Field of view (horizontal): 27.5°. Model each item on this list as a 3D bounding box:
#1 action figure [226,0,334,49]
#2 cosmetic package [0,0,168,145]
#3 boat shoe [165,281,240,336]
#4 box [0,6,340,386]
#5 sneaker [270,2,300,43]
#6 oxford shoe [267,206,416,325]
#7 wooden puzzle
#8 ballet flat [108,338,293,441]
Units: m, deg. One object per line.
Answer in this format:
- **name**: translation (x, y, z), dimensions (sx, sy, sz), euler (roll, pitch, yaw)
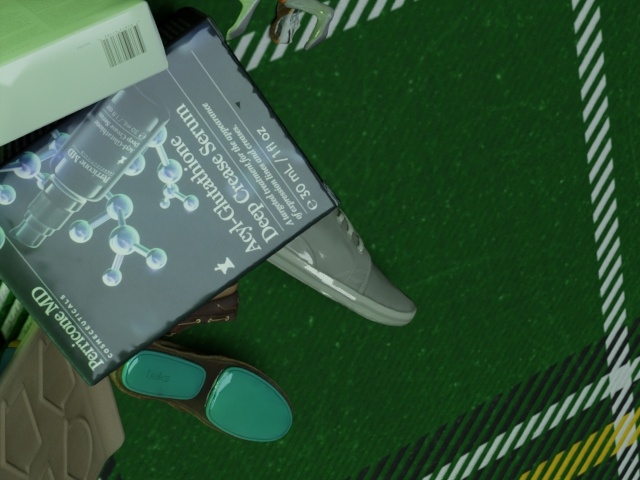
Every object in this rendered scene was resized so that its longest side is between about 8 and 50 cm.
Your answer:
- **action figure**: translation (-0.082, -0.403, 1.639), dimensions (0.341, 0.330, 0.178), euler (-15, 162, -47)
- **cosmetic package**: translation (-0.406, -0.202, 1.529), dimensions (0.377, 0.284, 0.097), euler (-27, 125, -17)
- **boat shoe**: translation (-0.213, 0.107, 1.937), dimensions (0.207, 0.073, 0.073), euler (-9, 115, -28)
- **box**: translation (-0.231, -0.065, 1.677), dimensions (0.395, 0.212, 0.293), euler (-37, 109, -2)
- **sneaker**: translation (-0.043, -0.319, 1.859), dimensions (0.037, 0.032, 0.083), euler (4, 117, -48)
- **oxford shoe**: translation (0.000, 0.000, 1.962), dimensions (0.449, 0.169, 0.130), euler (33, 92, -33)
- **wooden puzzle**: translation (-0.403, 0.284, 1.814), dimensions (0.348, 0.080, 0.322), euler (-62, 150, -50)
- **ballet flat**: translation (-0.191, 0.211, 1.970), dimensions (0.342, 0.124, 0.116), euler (23, 96, -38)
